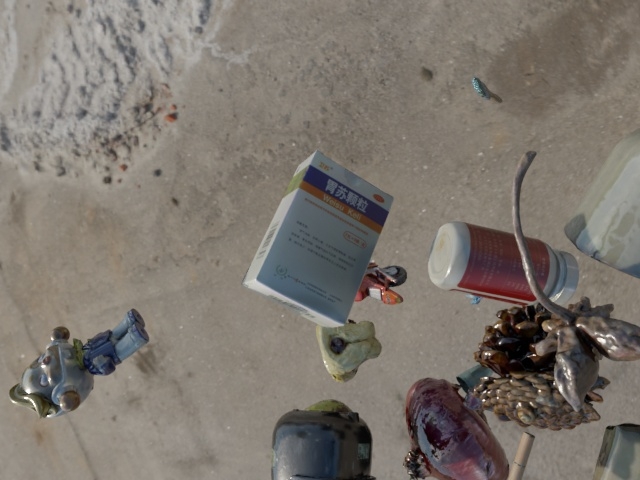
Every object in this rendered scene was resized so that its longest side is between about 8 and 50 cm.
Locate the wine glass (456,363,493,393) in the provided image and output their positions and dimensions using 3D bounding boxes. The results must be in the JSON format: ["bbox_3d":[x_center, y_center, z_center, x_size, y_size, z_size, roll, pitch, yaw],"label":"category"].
[{"bbox_3d":[0.487,0.392,1.537,0.155,0.073,0.073,-33,79,-9],"label":"wine glass"}]

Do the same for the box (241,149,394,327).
[{"bbox_3d":[0.000,0.000,1.051,0.200,0.299,0.106,29,161,-16],"label":"box"}]

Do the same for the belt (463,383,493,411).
[{"bbox_3d":[0.471,0.418,1.327,0.232,0.071,0.053,15,116,-14],"label":"belt"}]

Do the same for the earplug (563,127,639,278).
[{"bbox_3d":[0.907,-0.121,1.415,0.313,0.313,0.394,31,117,25],"label":"earplug"}]

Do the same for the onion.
[{"bbox_3d":[0.345,0.562,1.438,0.285,0.347,0.347,-35,78,-6],"label":"onion"}]

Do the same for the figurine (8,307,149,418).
[{"bbox_3d":[-0.480,0.241,1.046,0.194,0.274,0.133,27,157,34],"label":"figurine"}]

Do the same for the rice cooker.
[{"bbox_3d":[0.008,0.538,1.284,0.267,0.267,0.224,-9,66,36],"label":"rice cooker"}]

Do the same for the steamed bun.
[{"bbox_3d":[0.086,0.287,1.412,0.155,0.141,0.172,-22,70,7],"label":"steamed bun"}]

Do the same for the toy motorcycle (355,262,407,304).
[{"bbox_3d":[0.116,0.130,1.589,0.298,0.171,0.089,2,121,18],"label":"toy motorcycle"}]

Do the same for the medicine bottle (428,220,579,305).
[{"bbox_3d":[0.337,0.048,0.961,0.250,0.131,0.131,11,113,-10],"label":"medicine bottle"}]

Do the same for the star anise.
[{"bbox_3d":[0.280,0.045,0.583,0.227,0.218,0.148,43,146,-25],"label":"star anise"}]

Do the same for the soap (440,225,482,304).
[{"bbox_3d":[0.487,0.080,1.774,0.077,0.156,0.293,-28,84,3],"label":"soap"}]

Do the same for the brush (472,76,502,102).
[{"bbox_3d":[0.552,-0.479,1.683,0.021,0.196,0.070,-32,65,38],"label":"brush"}]

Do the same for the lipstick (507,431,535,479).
[{"bbox_3d":[0.299,0.336,0.774,0.019,0.019,0.094,18,84,30],"label":"lipstick"}]

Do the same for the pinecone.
[{"bbox_3d":[0.430,0.238,1.018,0.264,0.264,0.264,9,107,33],"label":"pinecone"}]

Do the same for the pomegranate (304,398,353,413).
[{"bbox_3d":[0.016,0.648,1.772,0.222,0.276,0.204,-33,55,1],"label":"pomegranate"}]

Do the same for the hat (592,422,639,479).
[{"bbox_3d":[0.402,0.253,0.308,0.366,0.382,0.257,-108,11,-50],"label":"hat"}]
